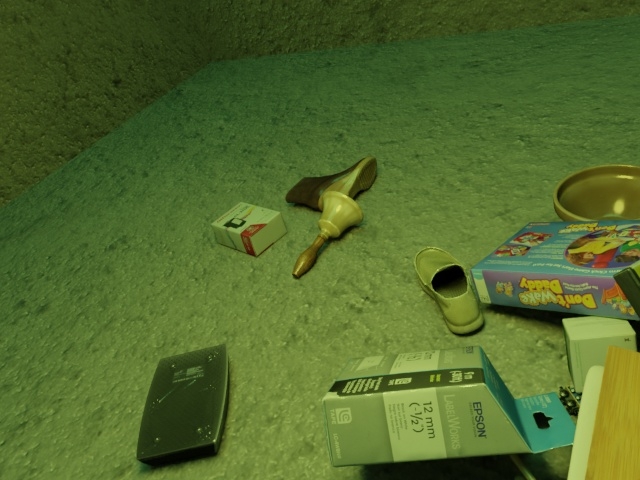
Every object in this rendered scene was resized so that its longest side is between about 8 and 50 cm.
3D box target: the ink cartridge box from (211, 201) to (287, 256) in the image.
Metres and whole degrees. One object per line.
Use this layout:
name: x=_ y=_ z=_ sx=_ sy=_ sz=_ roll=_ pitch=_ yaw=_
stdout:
ink cartridge box: x=-0.204 y=-0.035 z=1.653 sx=0.175 sy=0.072 sz=0.127 roll=16 pitch=46 yaw=40

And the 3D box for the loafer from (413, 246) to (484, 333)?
loafer: x=0.270 y=0.082 z=1.242 sx=0.101 sy=0.092 sz=0.269 roll=-19 pitch=33 yaw=-3

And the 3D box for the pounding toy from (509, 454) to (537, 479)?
pounding toy: x=0.303 y=0.374 z=0.789 sx=0.130 sy=0.100 sz=0.141 roll=4 pitch=38 yaw=29

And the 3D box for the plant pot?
plant pot: x=0.636 y=-0.062 z=1.272 sx=0.237 sy=0.110 sz=0.237 roll=-13 pitch=32 yaw=8

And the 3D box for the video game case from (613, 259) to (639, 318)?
video game case: x=0.594 y=0.127 z=0.874 sx=0.248 sy=0.035 sz=0.275 roll=-20 pitch=75 yaw=-29

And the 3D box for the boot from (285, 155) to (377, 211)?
boot: x=0.034 y=-0.181 z=1.741 sx=0.206 sy=0.090 sz=0.248 roll=12 pitch=47 yaw=34

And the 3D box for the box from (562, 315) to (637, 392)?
box: x=0.465 y=0.187 z=0.972 sx=0.101 sy=0.101 sz=0.087 roll=-8 pitch=13 yaw=15

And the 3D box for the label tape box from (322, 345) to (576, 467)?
label tape box: x=0.200 y=0.244 z=0.915 sx=0.347 sy=0.115 sz=0.249 roll=-11 pitch=0 yaw=13

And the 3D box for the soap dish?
soap dish: x=0.412 y=0.306 z=0.718 sx=0.118 sy=0.229 sz=0.291 roll=-21 pitch=23 yaw=44

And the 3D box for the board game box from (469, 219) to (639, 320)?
board game box: x=0.495 y=0.043 z=1.100 sx=0.233 sy=0.078 sz=0.347 roll=-31 pitch=18 yaw=-33

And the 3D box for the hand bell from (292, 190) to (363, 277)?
hand bell: x=0.000 y=0.000 z=1.505 sx=0.126 sy=0.126 sz=0.242 roll=12 pitch=55 yaw=37

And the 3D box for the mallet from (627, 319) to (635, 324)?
mallet: x=0.517 y=0.120 z=1.132 sx=0.062 sy=0.039 sz=0.189 roll=-40 pitch=35 yaw=-28

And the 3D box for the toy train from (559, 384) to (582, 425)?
toy train: x=0.428 y=0.288 z=0.925 sx=0.036 sy=0.027 sz=0.158 roll=-15 pitch=33 yaw=-3

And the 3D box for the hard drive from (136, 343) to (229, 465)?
hard drive: x=-0.262 y=0.324 z=1.166 sx=0.171 sy=0.054 sz=0.255 roll=-14 pitch=33 yaw=5
